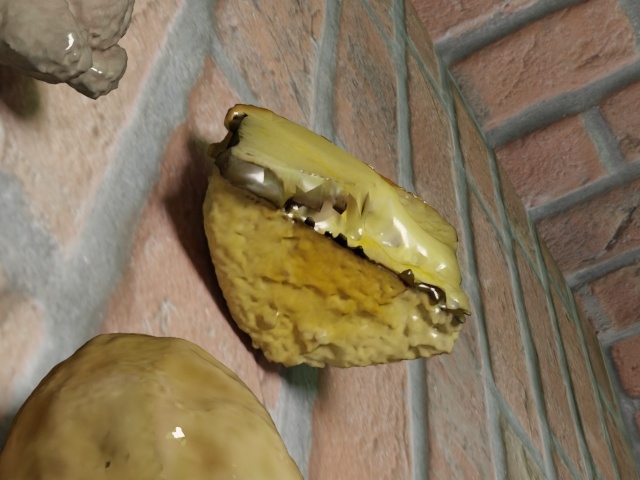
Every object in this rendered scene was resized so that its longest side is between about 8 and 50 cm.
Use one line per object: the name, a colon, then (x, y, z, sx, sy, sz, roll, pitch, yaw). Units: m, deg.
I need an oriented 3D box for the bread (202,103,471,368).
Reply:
bread: (0.000, 0.000, 0.925, 0.262, 0.162, 0.204, 36, 28, -13)

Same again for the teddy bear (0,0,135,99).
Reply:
teddy bear: (-0.200, -0.186, 0.615, 0.267, 0.151, 0.236, 13, 48, -62)

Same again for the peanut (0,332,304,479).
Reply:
peanut: (-0.080, 0.196, 0.434, 0.192, 0.169, 0.387, 47, 22, -34)
